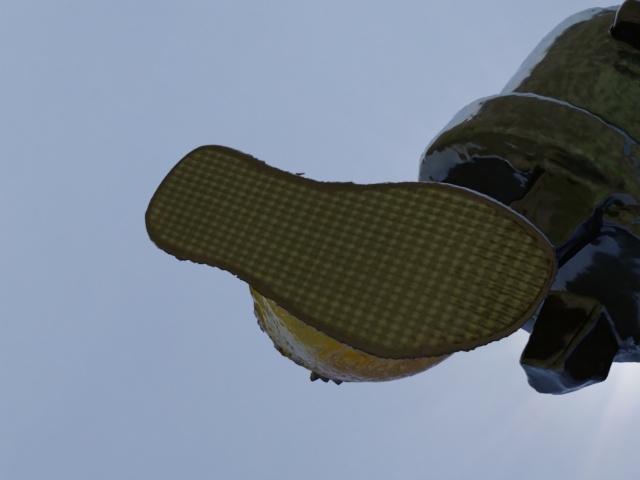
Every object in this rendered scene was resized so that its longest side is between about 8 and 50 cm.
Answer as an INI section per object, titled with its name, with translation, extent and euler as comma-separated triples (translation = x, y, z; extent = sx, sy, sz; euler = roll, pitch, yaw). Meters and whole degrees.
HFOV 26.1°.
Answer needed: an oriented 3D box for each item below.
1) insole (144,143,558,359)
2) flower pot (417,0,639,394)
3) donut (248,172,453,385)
[insole]
translation = 0.000, 0.000, 0.632
extent = 0.253, 0.005, 0.086
euler = 16, -110, 45
[flower pot]
translation = 0.237, -0.028, 1.176
extent = 0.299, 0.299, 0.283
euler = 8, -132, 48
[donut]
translation = 0.041, 0.032, 0.948
extent = 0.078, 0.181, 0.146
euler = -172, -92, -69
